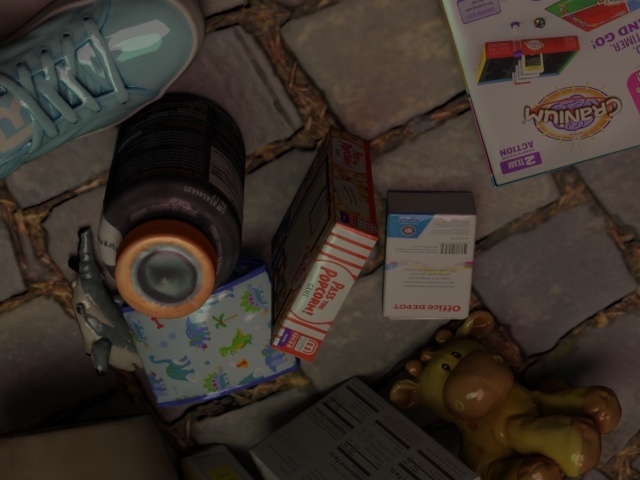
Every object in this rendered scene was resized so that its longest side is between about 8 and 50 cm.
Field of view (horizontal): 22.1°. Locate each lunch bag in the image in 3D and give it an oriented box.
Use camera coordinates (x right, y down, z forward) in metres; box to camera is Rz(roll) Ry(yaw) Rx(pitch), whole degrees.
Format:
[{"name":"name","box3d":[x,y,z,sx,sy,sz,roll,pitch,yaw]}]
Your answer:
[{"name":"lunch bag","box3d":[-0.107,0.086,1.655,0.151,0.096,0.129,-10,120,16]}]

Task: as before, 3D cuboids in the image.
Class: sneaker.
[{"name":"sneaker","box3d":[-0.272,-0.118,1.502,0.365,0.150,0.135,-24,119,12]}]

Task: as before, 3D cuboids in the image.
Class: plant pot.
[{"name":"plant pot","box3d":[-0.247,0.328,1.668,0.323,0.323,0.280,-9,88,4]}]

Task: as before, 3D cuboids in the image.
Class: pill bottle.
[{"name":"pill bottle","box3d":[-0.135,-0.028,1.501,0.130,0.246,0.130,0,120,-1]}]

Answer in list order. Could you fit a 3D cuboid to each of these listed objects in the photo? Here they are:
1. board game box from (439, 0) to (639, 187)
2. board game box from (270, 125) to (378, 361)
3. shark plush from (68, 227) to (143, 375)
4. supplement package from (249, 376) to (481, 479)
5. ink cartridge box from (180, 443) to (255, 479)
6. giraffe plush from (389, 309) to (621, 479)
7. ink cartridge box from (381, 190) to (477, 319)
[{"name":"board game box","box3d":[0.230,-0.224,1.501,0.242,0.064,0.317,-15,119,7]},{"name":"board game box","box3d":[0.000,0.000,1.551,0.045,0.193,0.147,21,118,-13]},{"name":"shark plush","box3d":[-0.221,0.062,1.682,0.067,0.073,0.161,-19,99,-12]},{"name":"supplement package","box3d":[0.074,0.298,1.667,0.145,0.262,0.204,-33,118,-13]},{"name":"ink cartridge box","box3d":[-0.048,0.421,1.737,0.072,0.307,0.304,-15,122,-23]},{"name":"giraffe plush","box3d":[0.177,0.169,1.693,0.210,0.181,0.170,-20,113,49]},{"name":"ink cartridge box","box3d":[0.108,0.016,1.644,0.088,0.052,0.122,1,119,-1]}]
